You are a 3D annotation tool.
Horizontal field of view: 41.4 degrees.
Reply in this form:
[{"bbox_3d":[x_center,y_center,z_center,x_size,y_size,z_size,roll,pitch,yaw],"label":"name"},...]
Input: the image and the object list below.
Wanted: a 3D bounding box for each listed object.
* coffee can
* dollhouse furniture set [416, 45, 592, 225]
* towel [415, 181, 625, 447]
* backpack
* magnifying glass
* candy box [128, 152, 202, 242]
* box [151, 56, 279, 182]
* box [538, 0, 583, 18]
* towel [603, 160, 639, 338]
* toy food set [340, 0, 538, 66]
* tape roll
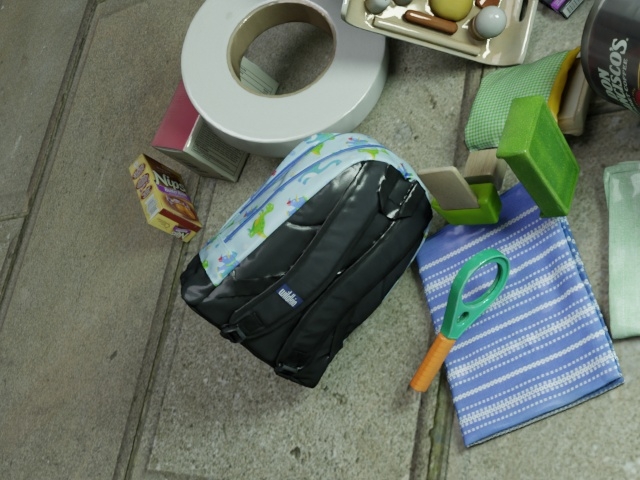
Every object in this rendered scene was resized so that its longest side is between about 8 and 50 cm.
[{"bbox_3d":[0.477,-0.215,1.011,0.201,0.201,0.275,-51,34,9],"label":"coffee can"},{"bbox_3d":[0.267,-0.189,1.215,0.198,0.151,0.301,-3,55,40],"label":"dollhouse furniture set"},{"bbox_3d":[0.261,0.091,1.193,0.243,0.040,0.336,-31,51,27],"label":"towel"},{"bbox_3d":[0.000,0.000,1.303,0.355,0.290,0.273,-44,29,17],"label":"backpack"},{"bbox_3d":[0.190,0.113,1.180,0.026,0.092,0.231,45,114,41],"label":"magnifying glass"},{"bbox_3d":[-0.323,-0.090,1.755,0.053,0.109,0.186,-45,47,15],"label":"candy box"},{"bbox_3d":[-0.213,-0.256,1.716,0.127,0.149,0.232,14,77,45],"label":"box"},{"bbox_3d":[0.384,-0.440,1.371,0.116,0.029,0.162,-48,44,11],"label":"box"},{"bbox_3d":[0.509,-0.017,1.031,0.325,0.038,0.247,-12,62,37],"label":"towel"},{"bbox_3d":[0.198,-0.418,1.330,0.092,0.306,0.219,-167,90,-77],"label":"toy food set"},{"bbox_3d":[-0.067,-0.341,1.569,0.392,0.072,0.392,-4,70,11],"label":"tape roll"}]
